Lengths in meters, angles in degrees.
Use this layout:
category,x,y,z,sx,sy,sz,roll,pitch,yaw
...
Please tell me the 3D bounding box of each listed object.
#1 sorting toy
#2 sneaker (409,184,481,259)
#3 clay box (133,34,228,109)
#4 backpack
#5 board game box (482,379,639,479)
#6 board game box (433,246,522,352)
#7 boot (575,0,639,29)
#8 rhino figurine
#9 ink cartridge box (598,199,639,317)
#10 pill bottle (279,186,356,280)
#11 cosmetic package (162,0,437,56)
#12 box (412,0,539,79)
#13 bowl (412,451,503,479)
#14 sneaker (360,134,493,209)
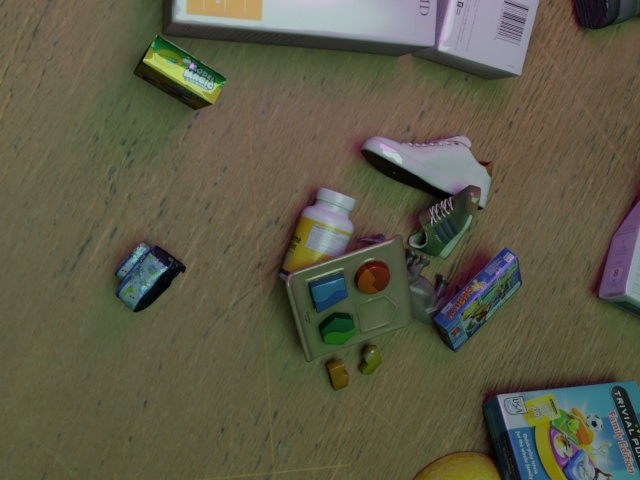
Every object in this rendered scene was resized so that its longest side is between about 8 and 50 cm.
category,x,y,z,sx,sy,sz,roll,pitch,yaw
sorting toy,0.070,0.149,1.441,0.229,0.041,0.307,-21,127,-10
sneaker,0.229,-0.037,1.481,0.086,0.192,0.064,14,49,-7
clay box,-0.230,-0.269,1.271,0.127,0.222,0.053,29,88,-18
backpack,-0.305,0.063,1.355,0.084,0.105,0.114,38,86,5
board game box,0.529,0.431,1.599,0.336,0.079,0.253,-3,61,-17
board game box,0.315,0.120,1.544,0.201,0.035,0.136,-44,148,-8
boot,0.604,-0.600,1.559,0.223,0.118,0.338,-18,109,-21
rhino figurine,0.164,0.071,1.514,0.243,0.073,0.106,38,83,-16
ink cartridge box,0.790,0.006,1.712,0.308,0.091,0.385,25,72,-18
pill bottle,0.000,0.000,1.438,0.103,0.103,0.184,20,90,-18
cosmetic package,-0.034,-0.455,1.341,0.453,0.161,0.230,0,97,-18
box,0.294,-0.414,1.467,0.182,0.119,0.180,12,93,-17
bowl,0.312,0.593,1.582,0.290,0.156,0.289,-2,97,-16
sneaker,0.207,-0.160,1.490,0.290,0.106,0.123,20,85,-28
